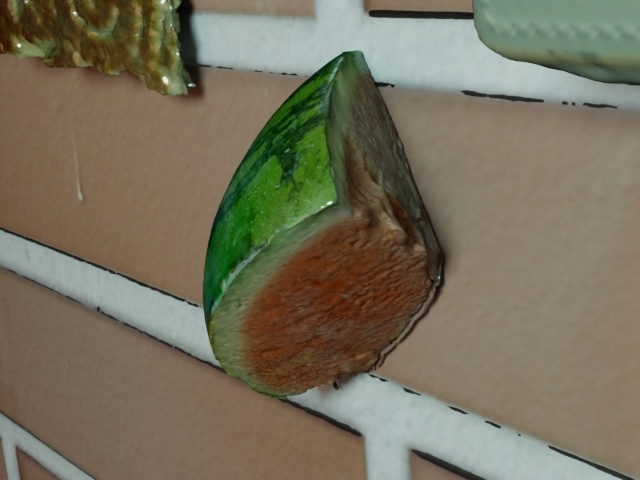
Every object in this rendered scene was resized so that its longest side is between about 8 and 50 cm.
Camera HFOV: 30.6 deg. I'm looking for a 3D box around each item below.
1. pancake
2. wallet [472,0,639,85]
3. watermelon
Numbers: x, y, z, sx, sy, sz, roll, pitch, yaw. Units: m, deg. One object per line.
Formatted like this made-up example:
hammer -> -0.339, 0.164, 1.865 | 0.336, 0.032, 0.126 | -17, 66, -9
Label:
pancake -> -0.161, -0.298, 0.816 | 0.305, 0.067, 0.427 | 34, 128, 34
wallet -> 0.144, -0.225, 0.385 | 0.252, 0.083, 0.360 | 17, 110, 52
watermelon -> -0.019, -0.013, 0.693 | 0.231, 0.128, 0.146 | 123, 140, -50
